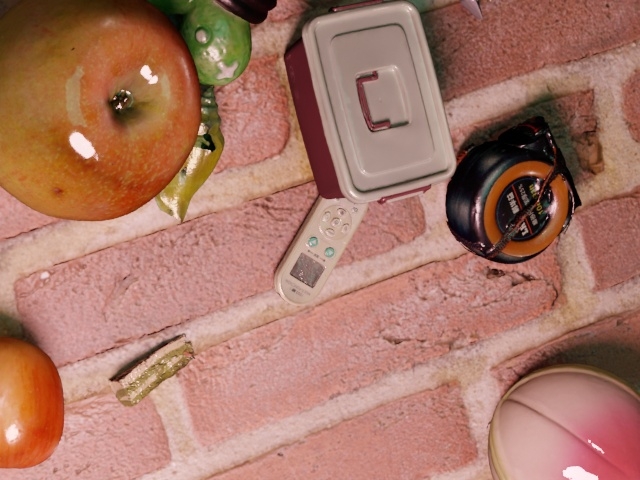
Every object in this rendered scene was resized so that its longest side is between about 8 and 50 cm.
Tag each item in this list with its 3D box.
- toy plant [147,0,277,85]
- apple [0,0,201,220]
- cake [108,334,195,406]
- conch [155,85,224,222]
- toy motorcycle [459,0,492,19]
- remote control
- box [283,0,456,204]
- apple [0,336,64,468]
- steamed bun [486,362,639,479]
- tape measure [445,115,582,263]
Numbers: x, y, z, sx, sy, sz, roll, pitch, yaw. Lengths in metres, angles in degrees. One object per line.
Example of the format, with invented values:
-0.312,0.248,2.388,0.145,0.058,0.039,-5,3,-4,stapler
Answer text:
-0.152,-0.356,1.644,0.218,0.175,0.235,41,108,-14,toy plant
-0.308,-0.181,1.532,0.319,0.277,0.319,-3,97,-24,apple
-0.247,0.195,1.727,0.140,0.055,0.051,-34,102,-17,cake
-0.195,-0.133,1.699,0.095,0.079,0.200,31,93,-4,conch
0.198,-0.444,1.816,0.152,0.073,0.225,-48,110,-9,toy motorcycle
0.000,0.000,1.808,0.078,0.042,0.221,32,85,-23,remote control
0.063,-0.198,1.721,0.193,0.167,0.294,-15,92,-22,box
-0.438,0.223,1.586,0.199,0.199,0.199,-3,98,-22,apple
0.443,0.359,1.903,0.309,0.309,0.309,-3,98,-22,steamed bun
0.310,-0.070,1.880,0.223,0.135,0.202,-36,118,-12,tape measure
